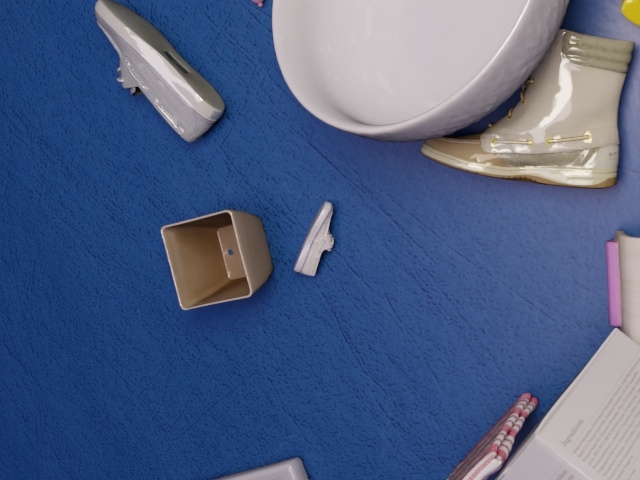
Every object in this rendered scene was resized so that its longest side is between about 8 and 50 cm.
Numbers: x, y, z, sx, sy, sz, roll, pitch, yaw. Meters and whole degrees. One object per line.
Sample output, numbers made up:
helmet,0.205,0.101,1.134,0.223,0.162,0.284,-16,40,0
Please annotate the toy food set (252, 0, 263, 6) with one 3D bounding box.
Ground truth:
toy food set,-0.054,-0.320,1.151,0.122,0.019,0.078,23,109,14

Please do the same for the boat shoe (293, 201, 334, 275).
boat shoe,0.000,0.000,1.171,0.035,0.035,0.100,22,106,-6

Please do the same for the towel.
towel,0.174,0.250,1.029,0.029,0.197,0.144,40,114,12

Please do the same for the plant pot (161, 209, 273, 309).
plant pot,-0.121,0.018,1.196,0.109,0.096,0.109,-13,93,28

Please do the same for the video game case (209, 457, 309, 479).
video game case,-0.114,0.478,1.305,0.329,0.036,0.300,-21,88,27

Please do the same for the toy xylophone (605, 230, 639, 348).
toy xylophone,0.441,0.020,0.920,0.323,0.081,0.236,9,102,25

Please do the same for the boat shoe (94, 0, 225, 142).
boat shoe,-0.225,-0.219,1.219,0.227,0.079,0.081,46,111,10

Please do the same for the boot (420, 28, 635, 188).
boot,0.219,-0.148,1.008,0.213,0.077,0.165,9,103,20

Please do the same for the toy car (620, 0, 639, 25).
toy car,0.351,-0.342,0.877,0.239,0.053,0.225,-29,114,32

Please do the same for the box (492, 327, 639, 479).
box,0.271,0.219,0.952,0.119,0.182,0.181,38,142,16

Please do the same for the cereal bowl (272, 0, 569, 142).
cereal bowl,0.116,-0.259,0.979,0.339,0.141,0.339,-10,74,37
